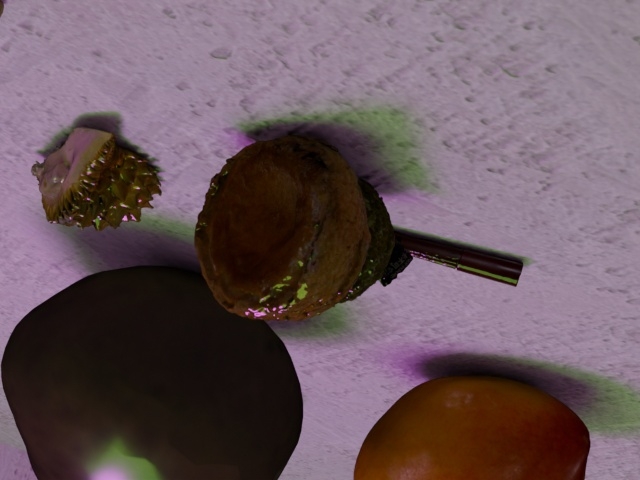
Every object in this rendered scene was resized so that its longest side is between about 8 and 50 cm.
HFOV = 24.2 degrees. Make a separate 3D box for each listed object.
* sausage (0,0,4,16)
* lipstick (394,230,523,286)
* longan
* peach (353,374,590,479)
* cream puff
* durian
[{"bbox_3d":[-0.333,-0.209,1.256,0.132,0.024,0.024,16,161,2],"label":"sausage"},{"bbox_3d":[0.119,0.012,1.526,0.176,0.027,0.027,15,161,5],"label":"lipstick"},{"bbox_3d":[-0.209,0.208,1.859,0.404,0.336,0.404,7,151,4],"label":"longan"},{"bbox_3d":[0.197,0.310,1.932,0.289,0.289,0.308,25,166,-25],"label":"peach"},{"bbox_3d":[0.000,0.000,1.391,0.183,0.183,0.169,-2,167,42],"label":"cream puff"},{"bbox_3d":[-0.234,-0.056,1.529,0.140,0.078,0.224,18,162,-7],"label":"durian"}]
